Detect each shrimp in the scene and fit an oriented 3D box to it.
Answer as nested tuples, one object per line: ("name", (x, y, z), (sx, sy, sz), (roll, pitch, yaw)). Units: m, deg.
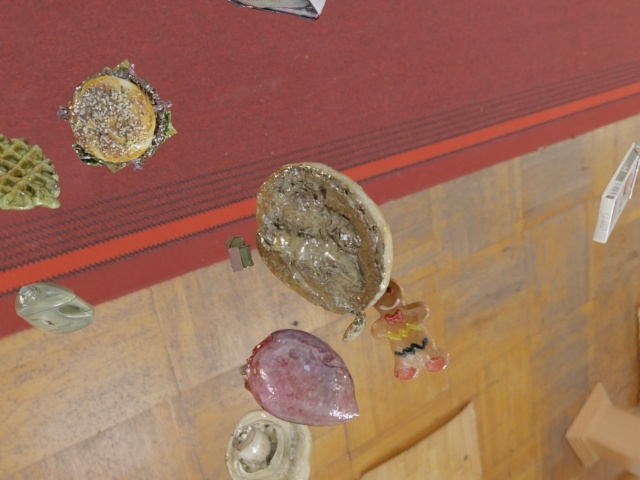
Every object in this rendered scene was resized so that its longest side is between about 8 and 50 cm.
("shrimp", (0.064, 0.167, 1.056), (0.059, 0.023, 0.108), (-37, 157, -16))

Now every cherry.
("cherry", (-0.030, 0.280, 1.100), (0.175, 0.249, 0.192), (-57, 156, -14))

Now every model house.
("model house", (-0.204, 0.030, 1.342), (0.058, 0.057, 0.083), (-18, 99, -42))

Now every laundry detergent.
("laundry detergent", (-0.783, 0.190, 1.615), (0.181, 0.091, 0.253), (-9, 152, 3))

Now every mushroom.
("mushroom", (-0.145, 0.554, 1.462), (0.254, 0.260, 0.234), (-48, 143, -20))

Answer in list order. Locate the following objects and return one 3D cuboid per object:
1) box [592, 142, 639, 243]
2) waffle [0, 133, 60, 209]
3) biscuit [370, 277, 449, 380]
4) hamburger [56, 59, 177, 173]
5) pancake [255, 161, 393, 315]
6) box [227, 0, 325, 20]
("box", (0.582, -0.095, 1.079), (0.198, 0.029, 0.109), (-45, 141, -32))
("waffle", (-0.577, -0.124, 0.982), (0.204, 0.223, 0.054), (-8, 137, -46))
("biscuit", (0.190, 0.206, 1.312), (0.036, 0.165, 0.250), (-6, 70, -57))
("hamburger", (-0.338, -0.193, 0.906), (0.189, 0.093, 0.164), (-41, 103, 19))
("pancake", (0.001, 0.000, 1.259), (0.082, 0.387, 0.387), (-31, 118, -46))
("box", (-0.034, -0.548, 0.883), (0.112, 0.190, 0.370), (24, 85, -68))
